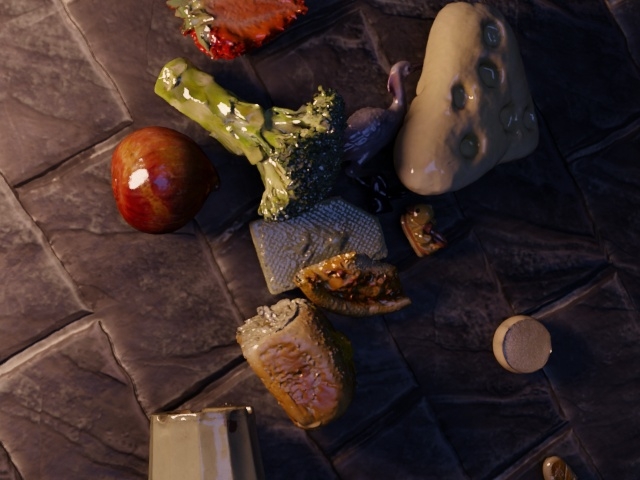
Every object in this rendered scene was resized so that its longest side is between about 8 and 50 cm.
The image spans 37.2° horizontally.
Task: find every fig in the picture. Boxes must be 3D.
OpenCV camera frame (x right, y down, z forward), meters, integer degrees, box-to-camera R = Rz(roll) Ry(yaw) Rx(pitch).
[{"bbox_3d":[-0.274,-0.106,1.682,0.205,0.205,0.205,-1,94,-17],"label":"fig"}]

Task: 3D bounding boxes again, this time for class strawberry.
[{"bbox_3d":[-0.151,-0.422,1.744,0.228,0.098,0.174,-28,85,-25],"label":"strawberry"}]

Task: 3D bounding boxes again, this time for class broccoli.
[{"bbox_3d":[-0.112,-0.211,1.686,0.361,0.252,0.221,47,46,-8],"label":"broccoli"}]

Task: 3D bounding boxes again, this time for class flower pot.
[{"bbox_3d":[-0.204,0.430,1.699,0.290,0.290,0.259,-2,84,-16],"label":"flower pot"}]

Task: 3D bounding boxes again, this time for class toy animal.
[{"bbox_3d":[0.108,-0.216,1.832,0.195,0.090,0.324,12,92,-31],"label":"toy animal"}]

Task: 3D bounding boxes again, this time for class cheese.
[{"bbox_3d":[0.255,-0.277,1.802,0.351,0.129,0.329,-24,107,-33],"label":"cheese"}]

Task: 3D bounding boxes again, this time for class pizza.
[{"bbox_3d":[0.071,0.090,1.825,0.271,0.056,0.134,24,116,-36],"label":"pizza"}]

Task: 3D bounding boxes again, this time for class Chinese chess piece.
[{"bbox_3d":[0.418,0.216,1.971,0.122,0.051,0.122,-1,92,-15],"label":"Chinese chess piece"}]

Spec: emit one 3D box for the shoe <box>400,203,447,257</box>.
[{"bbox_3d":[0.206,-0.023,1.885,0.069,0.072,0.109,-15,94,24],"label":"shoe"}]

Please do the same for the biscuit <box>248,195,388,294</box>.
[{"bbox_3d":[0.000,0.000,1.832,0.252,0.052,0.150,-17,97,-15],"label":"biscuit"}]

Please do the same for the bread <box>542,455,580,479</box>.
[{"bbox_3d":[0.526,0.544,2.022,0.073,0.053,0.214,-27,103,-9],"label":"bread"}]

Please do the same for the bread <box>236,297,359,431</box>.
[{"bbox_3d":[-0.035,0.212,1.760,0.176,0.195,0.246,-36,103,-7],"label":"bread"}]
